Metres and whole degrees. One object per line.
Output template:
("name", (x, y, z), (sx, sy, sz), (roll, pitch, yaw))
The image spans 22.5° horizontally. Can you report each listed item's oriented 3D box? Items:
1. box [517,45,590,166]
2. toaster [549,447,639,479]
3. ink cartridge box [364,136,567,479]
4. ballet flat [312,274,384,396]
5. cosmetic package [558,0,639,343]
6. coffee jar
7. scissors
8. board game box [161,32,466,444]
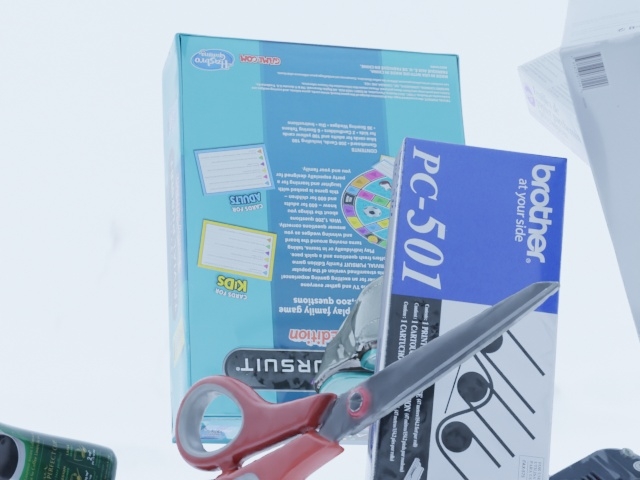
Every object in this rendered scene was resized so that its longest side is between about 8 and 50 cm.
("box", (0.290, -0.105, 1.581), (0.067, 0.324, 0.063), (-25, 121, -6))
("toaster", (0.209, 0.251, 1.011), (0.129, 0.227, 0.146), (-21, 137, -40))
("ink cartridge box", (0.082, 0.050, 0.904), (0.097, 0.207, 0.046), (7, 164, -4))
("ballet flat", (0.043, 0.070, 1.131), (0.072, 0.068, 0.213), (8, 162, -9))
("cosmetic package", (0.208, -0.040, 1.002), (0.060, 0.099, 0.239), (-12, 119, 17))
("coffee jar", (-0.273, 0.201, 1.382), (0.184, 0.096, 0.079), (23, 149, -24))
("scissors", (0.013, 0.103, 0.848), (0.021, 0.109, 0.297), (22, 150, -40))
("board game box", (0.000, 0.000, 1.346), (0.253, 0.336, 0.079), (3, 158, -15))
